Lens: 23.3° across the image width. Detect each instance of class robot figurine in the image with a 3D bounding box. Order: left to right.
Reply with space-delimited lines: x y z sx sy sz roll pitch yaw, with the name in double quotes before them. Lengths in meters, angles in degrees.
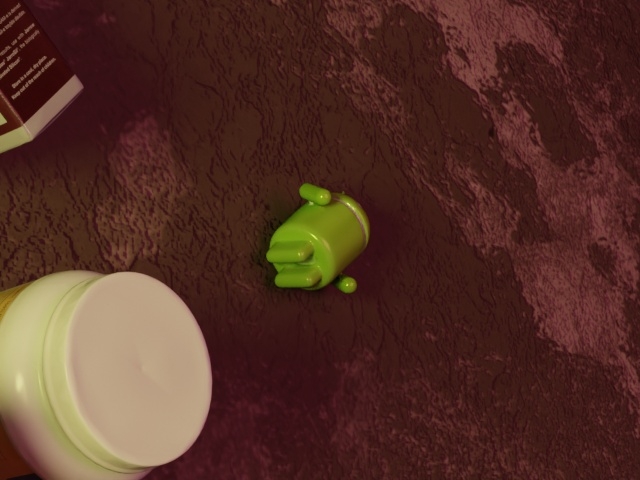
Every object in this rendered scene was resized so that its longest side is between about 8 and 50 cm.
"robot figurine" 0.000 0.000 1.368 0.115 0.067 0.101 -41 119 -49

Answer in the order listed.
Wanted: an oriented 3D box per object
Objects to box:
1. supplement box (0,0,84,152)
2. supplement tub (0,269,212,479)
"supplement box" -0.284 -0.164 1.042 0.239 0.130 0.073 56 42 -21
"supplement tub" -0.183 0.100 1.011 0.144 0.200 0.144 20 62 -44
